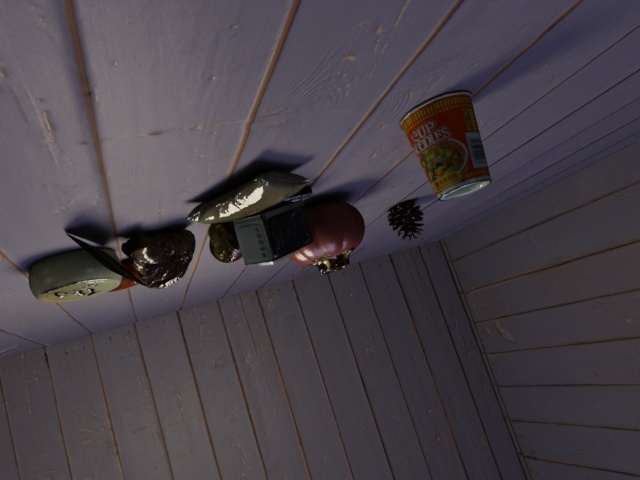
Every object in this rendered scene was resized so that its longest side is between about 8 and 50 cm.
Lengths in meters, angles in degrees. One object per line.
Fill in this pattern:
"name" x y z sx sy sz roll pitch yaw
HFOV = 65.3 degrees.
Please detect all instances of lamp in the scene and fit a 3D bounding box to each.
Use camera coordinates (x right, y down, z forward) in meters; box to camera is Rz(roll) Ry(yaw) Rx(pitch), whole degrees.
"lamp" -0.278 -0.013 1.519 0.156 0.135 0.157 -57 -156 -18
"lamp" 0.014 -0.005 1.737 0.305 0.239 0.305 -18 170 -3

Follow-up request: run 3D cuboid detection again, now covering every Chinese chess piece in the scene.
"Chinese chess piece" -0.717 0.105 1.473 0.250 0.101 0.250 -17 169 -3

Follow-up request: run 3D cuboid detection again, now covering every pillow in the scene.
"pillow" -0.187 -0.110 1.295 0.302 0.074 0.185 -21 172 34

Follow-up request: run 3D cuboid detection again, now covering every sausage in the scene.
"sausage" -0.604 0.099 1.674 0.300 0.089 0.083 -19 177 5

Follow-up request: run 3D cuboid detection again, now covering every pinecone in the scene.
"pinecone" 0.383 -0.080 2.200 0.163 0.165 0.163 -18 175 -2

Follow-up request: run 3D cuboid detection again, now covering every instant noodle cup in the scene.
"instant noodle cup" 0.311 -0.214 1.195 0.193 0.212 0.193 -17 171 -3

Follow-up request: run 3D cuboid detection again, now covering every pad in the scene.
"pad" -0.480 0.080 1.307 0.323 0.055 0.250 18 166 7

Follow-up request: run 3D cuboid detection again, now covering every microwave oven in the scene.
"microwave oven" -0.132 -0.024 1.479 0.122 0.162 0.208 -9 -170 35

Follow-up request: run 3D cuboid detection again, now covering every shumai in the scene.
"shumai" -0.477 0.031 1.452 0.206 0.166 0.175 -44 129 3

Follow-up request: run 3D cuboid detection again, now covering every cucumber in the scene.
"cucumber" -0.090 -0.131 1.473 0.133 0.032 0.032 -16 170 -15
